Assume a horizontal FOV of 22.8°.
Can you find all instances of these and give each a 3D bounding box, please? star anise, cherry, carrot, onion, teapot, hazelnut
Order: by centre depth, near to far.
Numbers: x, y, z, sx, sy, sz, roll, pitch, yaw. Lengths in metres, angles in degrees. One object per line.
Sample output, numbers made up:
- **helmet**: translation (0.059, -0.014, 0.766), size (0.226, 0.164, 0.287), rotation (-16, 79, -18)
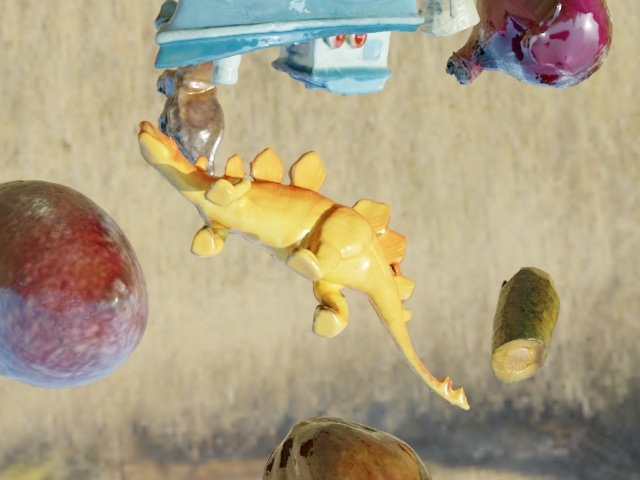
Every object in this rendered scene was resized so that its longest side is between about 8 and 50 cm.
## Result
- **teapot**: translation (0.111, -0.227, 1.404), size (0.057, 0.083, 0.067), rotation (-9, -158, -5)
- **hazelnut**: translation (0.027, 0.256, 1.586), size (0.177, 0.178, 0.204), rotation (-4, 175, -2)
- **cherry**: translation (-0.286, 0.049, 1.683), size (0.203, 0.230, 0.300), rotation (-33, -161, -23)
- **onion**: translation (0.227, -0.241, 1.768), size (0.198, 0.173, 0.135), rotation (-33, 165, 3)
- **star anise**: translation (-0.148, -0.181, 1.783), size (0.063, 0.208, 0.172), rotation (2, -155, -25)
- **carrot**: translation (0.253, 0.101, 1.956), size (0.082, 0.173, 0.082), rotation (6, 127, 8)

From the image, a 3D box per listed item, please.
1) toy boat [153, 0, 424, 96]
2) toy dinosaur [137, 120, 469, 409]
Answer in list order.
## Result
- **toy boat**: translation (-0.031, -0.155, 1.196), size (0.237, 0.098, 0.109), rotation (-8, -157, -42)
- **toy dinosaur**: translation (0.000, 0.000, 1.067), size (0.288, 0.117, 0.070), rotation (35, 129, -8)
